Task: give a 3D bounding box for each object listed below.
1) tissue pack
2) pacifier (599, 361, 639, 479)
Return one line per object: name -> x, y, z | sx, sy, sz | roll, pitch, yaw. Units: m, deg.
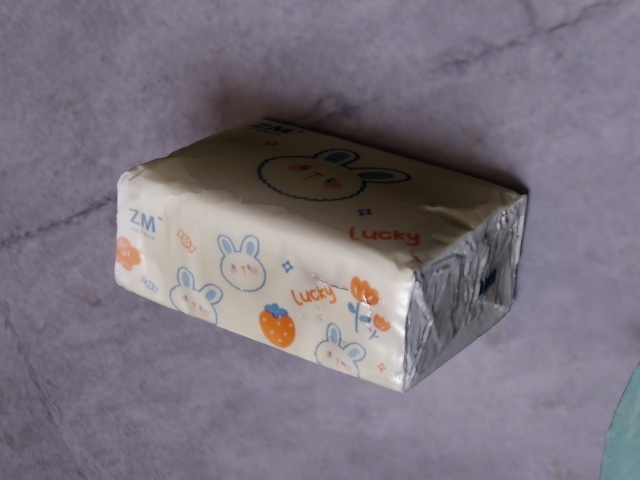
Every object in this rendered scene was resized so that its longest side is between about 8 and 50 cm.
tissue pack -> 0.000, 0.000, 0.739 | 0.196, 0.148, 0.092 | 17, 116, 28
pacifier -> 0.292, 0.099, 0.548 | 0.269, 0.288, 0.343 | 40, 137, -21
